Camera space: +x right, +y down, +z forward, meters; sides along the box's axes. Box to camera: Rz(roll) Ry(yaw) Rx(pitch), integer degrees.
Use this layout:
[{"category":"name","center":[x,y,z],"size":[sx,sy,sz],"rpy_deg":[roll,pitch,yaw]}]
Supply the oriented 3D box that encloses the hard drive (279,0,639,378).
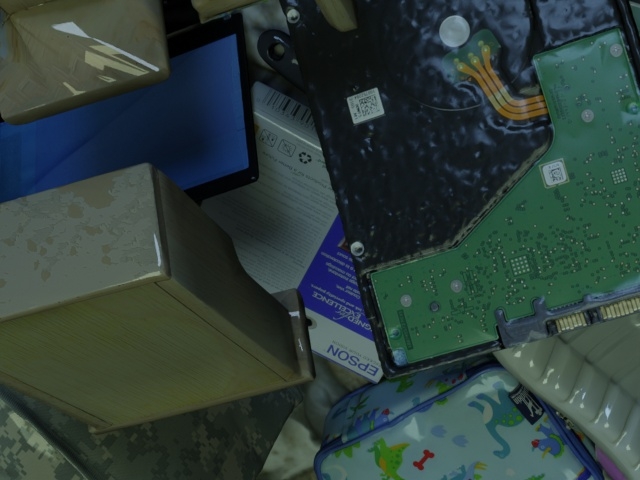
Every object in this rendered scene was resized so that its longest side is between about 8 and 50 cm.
[{"category":"hard drive","center":[0.115,-0.094,0.938],"size":[0.236,0.064,0.339],"rpy_deg":[-18,82,18]}]

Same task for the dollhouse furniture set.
[{"category":"dollhouse furniture set","center":[-0.147,-0.100,0.903],"size":[0.362,0.256,0.394],"rpy_deg":[-15,67,11]}]

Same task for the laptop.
[{"category":"laptop","center":[-0.190,-0.150,1.003],"size":[0.234,0.136,0.264],"rpy_deg":[-18,113,17]}]

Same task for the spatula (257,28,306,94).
[{"category":"spatula","center":[0.073,-0.074,1.048],"size":[0.296,0.030,0.084],"rpy_deg":[35,114,-9]}]

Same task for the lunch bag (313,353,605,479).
[{"category":"lunch bag","center":[0.121,0.186,1.135],"size":[0.219,0.090,0.176],"rpy_deg":[-29,110,22]}]

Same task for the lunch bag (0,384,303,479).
[{"category":"lunch bag","center":[-0.193,0.131,1.075],"size":[0.287,0.235,0.169],"rpy_deg":[45,125,-9]}]

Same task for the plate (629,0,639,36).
[{"category":"plate","center":[0.204,-0.092,1.011],"size":[0.188,0.024,0.188],"rpy_deg":[1,109,4]}]

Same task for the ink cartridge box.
[{"category":"ink cartridge box","center":[0.000,0.000,1.081],"size":[0.206,0.045,0.208],"rpy_deg":[27,131,-2]}]

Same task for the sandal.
[{"category":"sandal","center":[0.272,0.140,1.068],"size":[0.169,0.102,0.416],"rpy_deg":[-47,106,-19]}]
